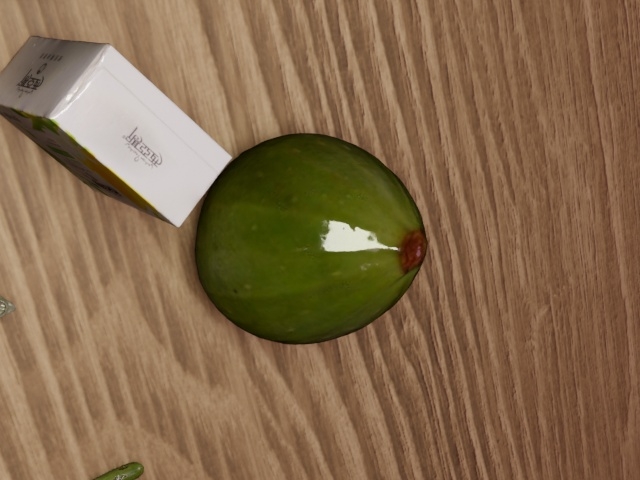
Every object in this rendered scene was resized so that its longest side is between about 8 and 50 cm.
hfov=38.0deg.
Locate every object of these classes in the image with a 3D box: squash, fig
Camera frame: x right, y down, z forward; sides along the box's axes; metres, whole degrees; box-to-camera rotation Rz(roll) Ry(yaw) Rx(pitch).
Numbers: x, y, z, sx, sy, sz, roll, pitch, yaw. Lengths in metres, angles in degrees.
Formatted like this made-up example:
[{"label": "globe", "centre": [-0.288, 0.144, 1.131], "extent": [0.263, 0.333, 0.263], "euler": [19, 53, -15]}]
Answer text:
[{"label": "squash", "centre": [-0.287, 0.335, 1.306], "extent": [0.083, 0.027, 0.027], "euler": [-23, 113, -31]}, {"label": "fig", "centre": [0.000, 0.000, 1.254], "extent": [0.316, 0.316, 0.316], "euler": [-9, 106, -34]}]

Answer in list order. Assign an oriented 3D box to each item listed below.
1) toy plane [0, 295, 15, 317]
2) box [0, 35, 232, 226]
[{"label": "toy plane", "centre": [-0.432, -0.012, 1.092], "extent": [0.108, 0.092, 0.286], "euler": [-24, 115, -6]}, {"label": "box", "centre": [-0.252, -0.132, 1.078], "extent": [0.194, 0.260, 0.111], "euler": [43, 75, -34]}]
